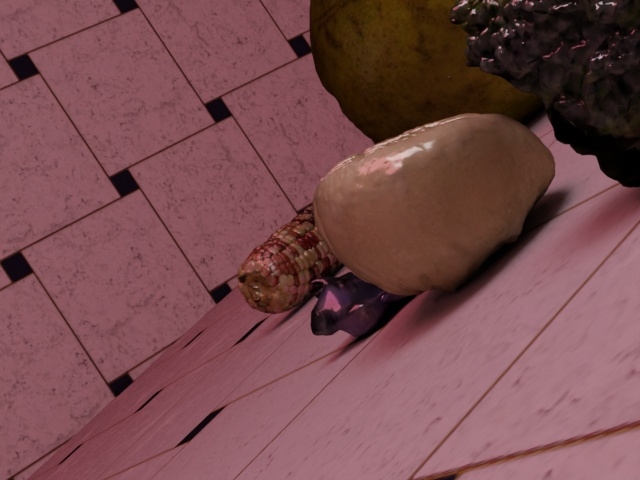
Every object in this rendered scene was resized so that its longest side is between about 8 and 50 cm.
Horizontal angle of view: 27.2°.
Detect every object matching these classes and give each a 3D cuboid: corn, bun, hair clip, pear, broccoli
[{"bbox_3d":[0.000,0.000,1.583,0.253,0.086,0.086,-40,2,-42],"label":"corn"},{"bbox_3d":[0.081,-0.024,0.894,0.164,0.111,0.188,-23,2,5],"label":"bun"},{"bbox_3d":[0.065,0.011,1.042,0.195,0.052,0.124,-37,8,-20],"label":"hair clip"},{"bbox_3d":[0.158,-0.277,1.447,0.413,0.352,0.352,-49,0,21],"label":"pear"},{"bbox_3d":[0.187,-0.159,0.772,0.145,0.165,0.304,-55,1,32],"label":"broccoli"}]
